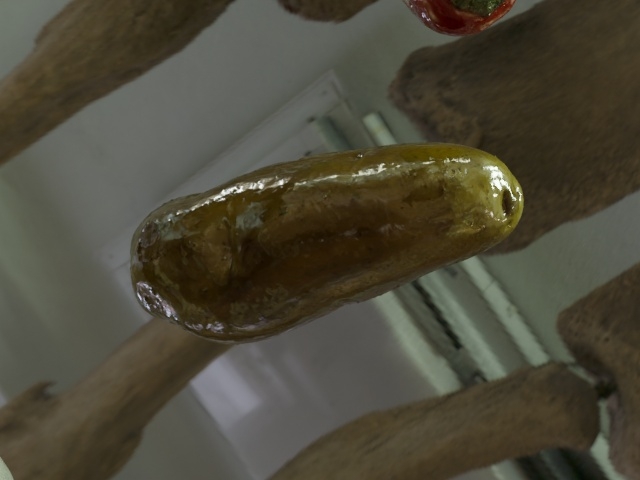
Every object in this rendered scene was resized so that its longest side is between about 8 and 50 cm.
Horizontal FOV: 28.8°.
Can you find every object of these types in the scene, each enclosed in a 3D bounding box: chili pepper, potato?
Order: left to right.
[{"bbox_3d":[0.000,0.000,1.129,0.369,0.176,0.195,-15,-45,14],"label":"potato"},{"bbox_3d":[0.126,-0.252,1.133,0.131,0.338,0.135,2,-65,-2],"label":"chili pepper"}]

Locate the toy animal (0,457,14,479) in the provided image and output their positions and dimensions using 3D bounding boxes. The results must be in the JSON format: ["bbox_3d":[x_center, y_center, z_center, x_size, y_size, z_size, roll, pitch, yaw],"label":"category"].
[{"bbox_3d":[-0.272,0.206,0.930,0.193,0.127,0.178,51,-37,25],"label":"toy animal"}]
